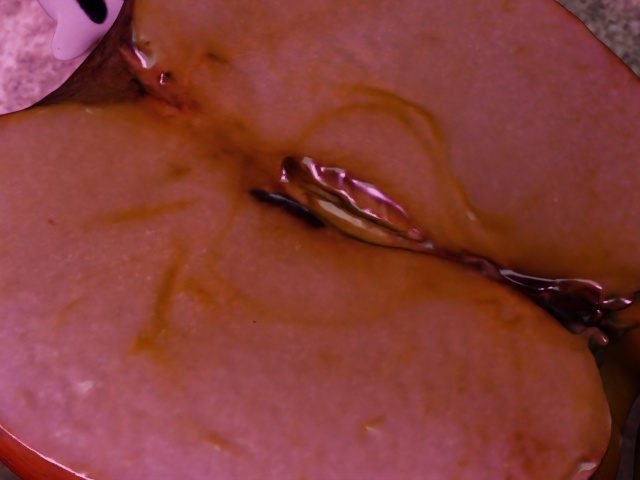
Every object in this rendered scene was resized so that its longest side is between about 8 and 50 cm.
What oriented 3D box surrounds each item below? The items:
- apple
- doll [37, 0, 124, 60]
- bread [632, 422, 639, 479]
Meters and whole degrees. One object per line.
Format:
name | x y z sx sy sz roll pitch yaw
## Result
apple | 0.000 0.000 0.745 0.365 0.295 0.329 26 104 11
doll | -0.137 -0.209 0.885 0.110 0.107 0.181 -16 76 7
bread | 0.274 0.124 0.779 0.230 0.123 0.230 2 66 -5
